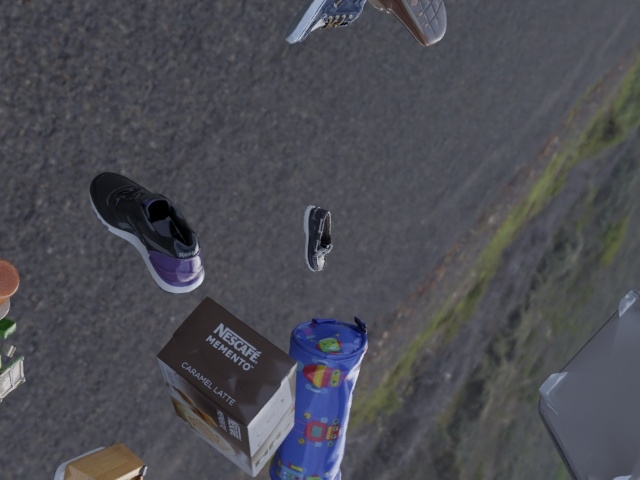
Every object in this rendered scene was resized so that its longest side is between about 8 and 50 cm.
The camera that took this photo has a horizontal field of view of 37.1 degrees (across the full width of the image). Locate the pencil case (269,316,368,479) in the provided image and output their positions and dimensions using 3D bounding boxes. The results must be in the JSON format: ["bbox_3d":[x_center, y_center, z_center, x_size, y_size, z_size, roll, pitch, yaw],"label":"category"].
[{"bbox_3d":[-0.006,0.260,1.496,0.133,0.119,0.306,-103,-160,-61],"label":"pencil case"}]

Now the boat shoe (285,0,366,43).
[{"bbox_3d":[0.015,-0.393,1.662,0.183,0.083,0.065,-57,-161,-23],"label":"boat shoe"}]

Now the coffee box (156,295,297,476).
[{"bbox_3d":[-0.111,0.190,1.192,0.098,0.141,0.246,-50,166,-22],"label":"coffee box"}]

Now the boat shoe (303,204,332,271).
[{"bbox_3d":[0.000,0.000,1.527,0.046,0.038,0.125,-49,144,-48],"label":"boat shoe"}]

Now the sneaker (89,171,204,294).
[{"bbox_3d":[-0.283,-0.048,1.582,0.107,0.283,0.124,-30,148,-31],"label":"sneaker"}]

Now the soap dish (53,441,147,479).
[{"bbox_3d":[-0.466,0.583,1.967,0.229,0.118,0.290,3,97,-75],"label":"soap dish"}]

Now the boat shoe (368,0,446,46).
[{"bbox_3d":[0.164,-0.562,2.108,0.123,0.324,0.116,-21,169,-40],"label":"boat shoe"}]

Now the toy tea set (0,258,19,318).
[{"bbox_3d":[-0.591,0.089,1.341,0.336,0.124,0.200,18,59,-45],"label":"toy tea set"}]

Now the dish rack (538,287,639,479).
[{"bbox_3d":[0.400,0.198,1.212,0.285,0.072,0.333,-50,-162,14],"label":"dish rack"}]

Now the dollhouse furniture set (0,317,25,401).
[{"bbox_3d":[-0.563,0.202,1.660,0.076,0.059,0.151,-51,155,-53],"label":"dollhouse furniture set"}]
